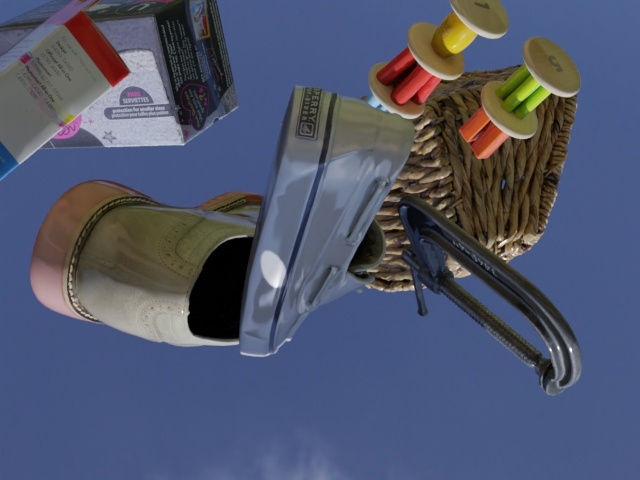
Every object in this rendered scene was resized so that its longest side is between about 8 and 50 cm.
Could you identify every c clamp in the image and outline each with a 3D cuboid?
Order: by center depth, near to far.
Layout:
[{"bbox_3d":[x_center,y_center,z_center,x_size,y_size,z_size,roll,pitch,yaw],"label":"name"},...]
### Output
[{"bbox_3d":[0.094,0.034,0.656,0.022,0.137,0.161,-37,-135,-13],"label":"c clamp"}]

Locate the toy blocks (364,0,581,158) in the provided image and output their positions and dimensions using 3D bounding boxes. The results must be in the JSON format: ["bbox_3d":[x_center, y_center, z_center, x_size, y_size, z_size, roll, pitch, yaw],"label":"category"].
[{"bbox_3d":[0.102,-0.108,0.876,0.123,0.148,0.054,37,-137,-11],"label":"toy blocks"}]

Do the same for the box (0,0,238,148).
[{"bbox_3d":[-0.250,-0.204,1.404,0.247,0.163,0.142,2,-155,28],"label":"box"}]

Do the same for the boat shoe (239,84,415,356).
[{"bbox_3d":[0.000,0.000,0.788,0.088,0.267,0.096,11,-131,-5],"label":"boat shoe"}]

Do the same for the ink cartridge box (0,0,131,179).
[{"bbox_3d":[-0.274,-0.149,1.124,0.231,0.078,0.134,-42,-157,-15],"label":"ink cartridge box"}]

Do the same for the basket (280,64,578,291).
[{"bbox_3d":[0.136,-0.069,1.312,0.223,0.213,0.299,-20,-167,-32],"label":"basket"}]

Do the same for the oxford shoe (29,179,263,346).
[{"bbox_3d":[-0.064,0.040,0.976,0.147,0.140,0.397,19,-171,26],"label":"oxford shoe"}]
